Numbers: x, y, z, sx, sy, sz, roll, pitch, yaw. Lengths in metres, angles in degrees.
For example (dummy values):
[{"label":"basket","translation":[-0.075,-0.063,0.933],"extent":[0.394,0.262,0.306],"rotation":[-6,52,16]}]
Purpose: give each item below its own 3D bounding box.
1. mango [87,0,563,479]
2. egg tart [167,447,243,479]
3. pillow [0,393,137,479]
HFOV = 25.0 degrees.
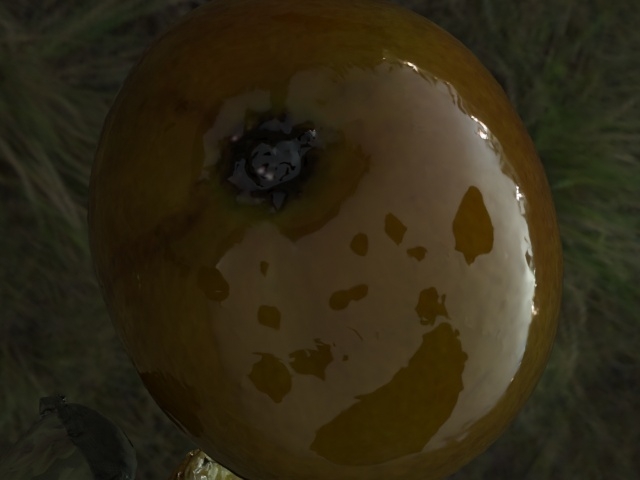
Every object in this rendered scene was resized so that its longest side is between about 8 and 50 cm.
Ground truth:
[{"label":"mango","translation":[0.000,0.000,0.760],"extent":[0.221,0.378,0.264],"rotation":[-25,88,-3]},{"label":"egg tart","translation":[-0.043,0.257,1.189],"extent":[0.213,0.212,0.090],"rotation":[-2,141,-32]},{"label":"pillow","translation":[-0.208,0.192,0.810],"extent":[0.255,0.169,0.059],"rotation":[-39,117,-12]}]
